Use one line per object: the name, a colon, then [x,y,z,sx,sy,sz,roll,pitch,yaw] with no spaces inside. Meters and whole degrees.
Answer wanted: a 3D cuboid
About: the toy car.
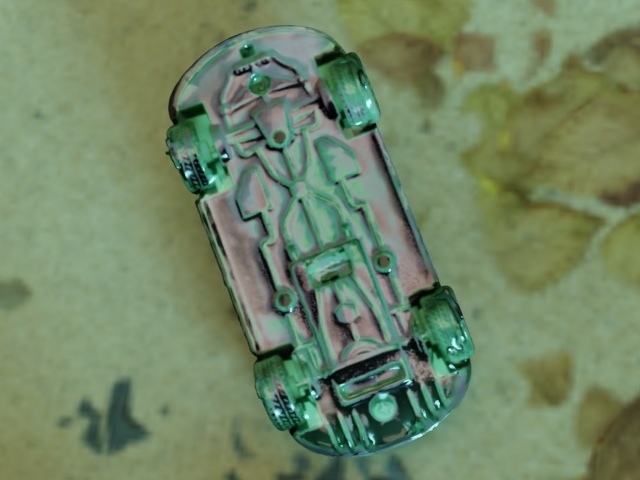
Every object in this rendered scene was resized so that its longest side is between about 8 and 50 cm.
toy car: [0.000,0.000,0.642,0.069,0.055,0.142,-22,77,4]
